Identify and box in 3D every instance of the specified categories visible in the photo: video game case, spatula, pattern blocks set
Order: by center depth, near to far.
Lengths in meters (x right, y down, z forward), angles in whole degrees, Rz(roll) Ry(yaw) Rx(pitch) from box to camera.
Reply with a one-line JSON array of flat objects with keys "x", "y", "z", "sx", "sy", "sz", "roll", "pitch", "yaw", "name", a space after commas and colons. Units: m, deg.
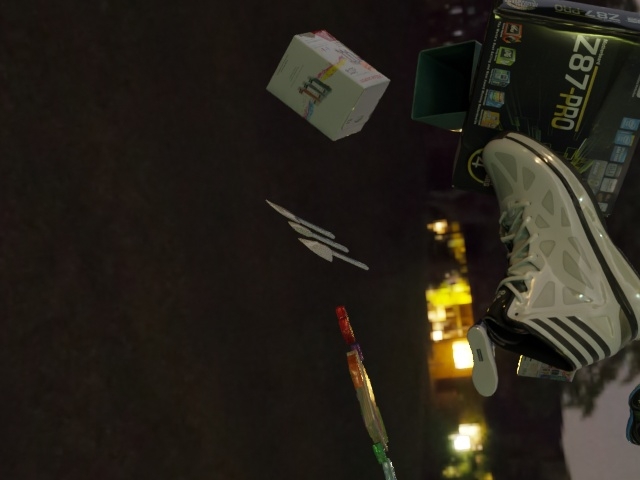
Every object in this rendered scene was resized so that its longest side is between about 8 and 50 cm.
[{"x": 0.091, "y": 0.317, "z": 1.929, "sx": 0.324, "sy": 0.026, "sz": 0.285, "roll": -104, "pitch": 175, "yaw": -50, "name": "pattern blocks set"}, {"x": 0.000, "y": 0.000, "z": 1.980, "sx": 0.168, "sy": 0.019, "sz": 0.242, "roll": 42, "pitch": 9, "yaw": 35, "name": "spatula"}, {"x": 0.592, "y": 0.323, "z": 2.517, "sx": 0.157, "sy": 0.143, "sz": 0.019, "roll": 82, "pitch": 17, "yaw": -59, "name": "video game case"}]

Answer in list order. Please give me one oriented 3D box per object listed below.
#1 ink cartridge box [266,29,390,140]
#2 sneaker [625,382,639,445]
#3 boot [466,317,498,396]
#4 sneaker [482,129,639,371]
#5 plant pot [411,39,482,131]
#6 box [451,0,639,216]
[{"x": 0.017, "y": -0.298, "z": 1.853, "sx": 0.127, "sy": 0.176, "sz": 0.128, "roll": -57, "pitch": 167, "yaw": 29, "name": "ink cartridge box"}, {"x": 0.798, "y": 0.424, "z": 2.374, "sx": 0.067, "sy": 0.078, "sz": 0.188, "roll": -23, "pitch": 119, "yaw": -39, "name": "sneaker"}, {"x": 0.422, "y": 0.293, "z": 2.450, "sx": 0.086, "sy": 0.069, "sz": 0.189, "roll": -30, "pitch": 114, "yaw": -55, "name": "boot"}, {"x": 0.363, "y": 0.023, "z": 1.685, "sx": 0.447, "sy": 0.258, "sz": 0.169, "roll": 58, "pitch": -22, "yaw": 16, "name": "sneaker"}, {"x": 0.355, "y": -0.336, "z": 2.234, "sx": 0.234, "sy": 0.166, "sz": 0.165, "roll": 14, "pitch": 80, "yaw": -43, "name": "plant pot"}, {"x": 0.436, "y": -0.247, "z": 1.803, "sx": 0.097, "sy": 0.318, "sz": 0.394, "roll": -77, "pitch": 177, "yaw": -51, "name": "box"}]
